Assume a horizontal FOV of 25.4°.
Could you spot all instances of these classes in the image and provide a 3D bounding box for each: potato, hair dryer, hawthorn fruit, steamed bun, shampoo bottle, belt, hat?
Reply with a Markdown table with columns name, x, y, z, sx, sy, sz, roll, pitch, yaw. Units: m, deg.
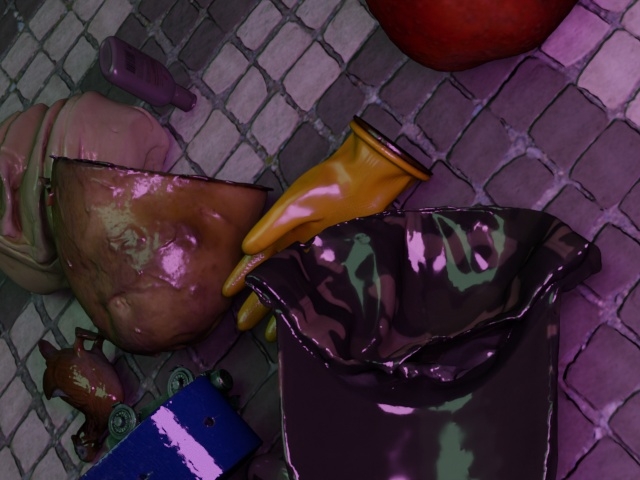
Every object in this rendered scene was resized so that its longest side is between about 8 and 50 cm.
| name | x | y | z | sx | sy | sz | roll | pitch | yaw |
| --- | --- | --- | --- | --- | --- | --- | --- | --- | --- |
| potato | -0.226 | 0.025 | 1.842 | 0.289 | 0.301 | 0.237 | -164 | 82 | -78 |
| hair dryer | -0.037 | 0.307 | 1.585 | 0.167 | 0.067 | 0.199 | -1 | 25 | 25 |
| hawthorn fruit | 0.153 | -0.341 | 1.617 | 0.265 | 0.307 | 0.265 | -20 | 53 | 28 |
| steamed bun | -0.384 | -0.083 | 2.064 | 0.289 | 0.203 | 0.275 | -21 | 56 | 34 |
| shampoo bottle | -0.246 | -0.231 | 2.036 | 0.040 | 0.165 | 0.080 | -32 | 51 | 28 |
| belt | -0.222 | 0.305 | 1.662 | 0.347 | 0.212 | 0.117 | -45 | 84 | 17 |
| hat | 0.110 | 0.147 | 1.493 | 0.366 | 0.257 | 0.381 | 0 | 88 | 9 |

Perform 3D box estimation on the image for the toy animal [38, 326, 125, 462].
| name | x | y | z | sx | sy | sz | roll | pitch | yaw |
| --- | --- | --- | --- | --- | --- | --- | --- | --- | --- |
| toy animal | -0.339 | 0.205 | 1.970 | 0.188 | 0.089 | 0.179 | 19 | 98 | 41 |

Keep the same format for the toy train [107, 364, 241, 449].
| name | x | y | z | sx | sy | sz | roll | pitch | yaw |
| --- | --- | --- | --- | --- | --- | --- | --- | --- | --- |
| toy train | -0.185 | 0.244 | 1.806 | 0.200 | 0.083 | 0.132 | -33 | 61 | 27 |

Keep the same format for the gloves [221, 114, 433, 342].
| name | x | y | z | sx | sy | sz | roll | pitch | yaw |
| --- | --- | --- | --- | --- | --- | --- | --- | --- | --- |
| gloves | 0.001 | 0.001 | 1.714 | 0.133 | 0.116 | 0.294 | 39 | 98 | 12 |
